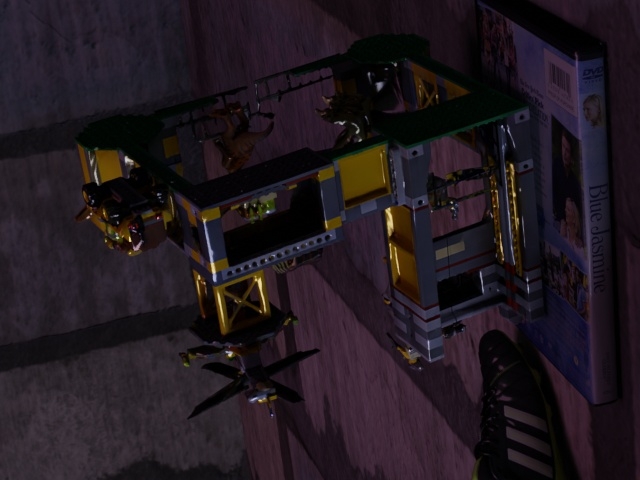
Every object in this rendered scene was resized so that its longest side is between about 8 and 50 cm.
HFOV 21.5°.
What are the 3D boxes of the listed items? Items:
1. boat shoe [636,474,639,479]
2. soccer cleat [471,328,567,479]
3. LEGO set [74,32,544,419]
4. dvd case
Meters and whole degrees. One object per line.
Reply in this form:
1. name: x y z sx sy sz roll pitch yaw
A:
1. boat shoe: 0.202 0.226 1.046 0.285 0.104 0.089 112 150 -51
2. soccer cleat: 0.142 0.152 1.264 0.060 0.072 0.179 107 148 -65
3. LEGO set: 0.000 0.000 1.179 0.255 0.331 0.192 26 132 49
4. dvd case: 0.154 -0.035 1.157 0.180 0.022 0.253 -127 28 -64
